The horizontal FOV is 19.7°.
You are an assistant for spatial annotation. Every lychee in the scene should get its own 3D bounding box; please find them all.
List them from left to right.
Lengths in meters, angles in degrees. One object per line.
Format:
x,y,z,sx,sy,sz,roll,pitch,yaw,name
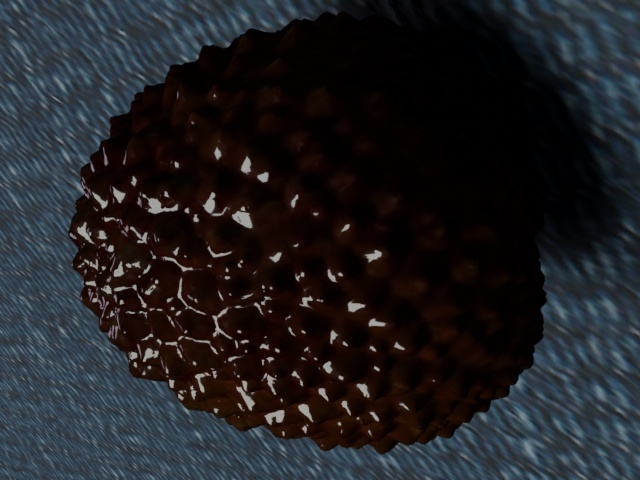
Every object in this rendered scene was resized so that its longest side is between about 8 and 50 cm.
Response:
-0.002,-0.003,0.494,0.129,0.123,0.123,10,159,-6,lychee
